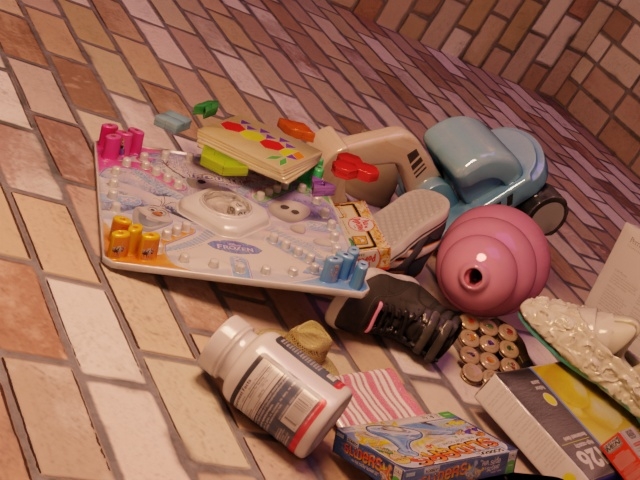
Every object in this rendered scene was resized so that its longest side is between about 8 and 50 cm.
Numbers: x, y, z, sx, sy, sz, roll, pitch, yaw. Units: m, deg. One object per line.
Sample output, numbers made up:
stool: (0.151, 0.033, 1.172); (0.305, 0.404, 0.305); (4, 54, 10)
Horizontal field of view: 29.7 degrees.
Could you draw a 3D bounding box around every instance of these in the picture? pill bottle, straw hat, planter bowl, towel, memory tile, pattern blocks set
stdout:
pill bottle: (-0.060, 0.178, 1.517); (0.180, 0.108, 0.108); (37, 22, 12)
straw hat: (-0.018, 0.146, 1.709); (0.144, 0.061, 0.144); (28, 22, -13)
planter bowl: (0.099, -0.159, 2.472); (0.162, 0.109, 0.162); (28, 21, -12)
towel: (0.080, 0.236, 1.678); (0.197, 0.029, 0.144); (2, 41, -53)
memory tile: (0.283, 0.188, 2.019); (0.113, 0.012, 0.148); (17, 45, -13)
pattern blocks set: (-0.095, -0.149, 1.968); (0.325, 0.026, 0.285); (31, 29, 28)

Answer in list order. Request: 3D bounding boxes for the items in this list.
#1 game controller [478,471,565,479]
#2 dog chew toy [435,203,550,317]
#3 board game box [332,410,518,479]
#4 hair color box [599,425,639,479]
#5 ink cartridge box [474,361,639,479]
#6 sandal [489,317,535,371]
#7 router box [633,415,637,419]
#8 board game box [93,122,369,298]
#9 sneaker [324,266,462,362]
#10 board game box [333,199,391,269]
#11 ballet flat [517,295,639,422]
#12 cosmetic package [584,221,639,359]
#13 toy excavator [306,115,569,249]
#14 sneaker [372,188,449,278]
game controller: (0.269, 0.378, 1.596); (0.319, 0.067, 0.166); (13, 28, -39)
dog chew toy: (0.296, 0.044, 2.137); (0.206, 0.206, 0.332); (36, 13, 10)
board game box: (0.135, 0.270, 1.552); (0.201, 0.035, 0.136); (-2, 17, -39)
hair color box: (0.489, 0.351, 1.817); (0.141, 0.043, 0.072); (55, 25, 20)
ink cartridge box: (0.428, 0.324, 1.905); (0.303, 0.072, 0.307); (1, 40, -53)
sandal: (0.334, 0.214, 2.080); (0.072, 0.049, 0.180); (-8, 59, -51)
router box: (0.592, 0.351, 2.142); (0.092, 0.038, 0.122); (43, 23, 28)
board game box: (-0.144, -0.056, 1.850); (0.390, 0.050, 0.390); (7, 28, -17)
sneaker: (0.128, 0.124, 1.896); (0.147, 0.104, 0.296); (37, 17, 26)
board game box: (0.000, 0.000, 1.952); (0.193, 0.045, 0.147); (-7, 36, -14)
ballet flat: (0.519, 0.208, 1.996); (0.409, 0.147, 0.147); (43, 23, 10)
cosmetic package: (0.629, 0.175, 2.149); (0.097, 0.284, 0.377); (11, 20, -34)
toy excavator: (0.216, -0.132, 2.329); (0.222, 0.433, 0.445); (56, -3, 45)
sneaker: (0.098, 0.024, 2.074); (0.321, 0.127, 0.126); (-23, 45, -35)
